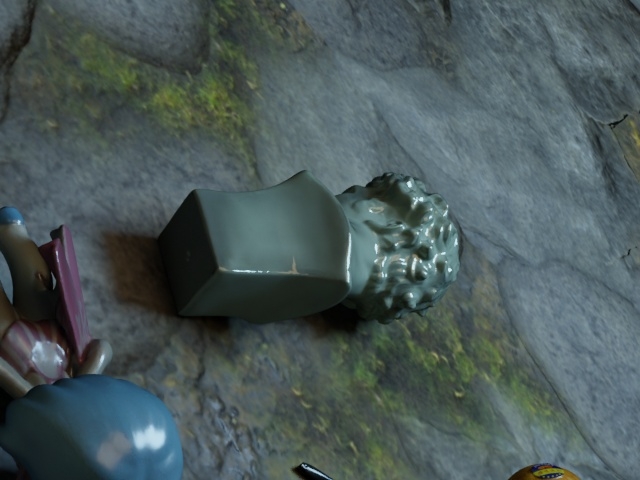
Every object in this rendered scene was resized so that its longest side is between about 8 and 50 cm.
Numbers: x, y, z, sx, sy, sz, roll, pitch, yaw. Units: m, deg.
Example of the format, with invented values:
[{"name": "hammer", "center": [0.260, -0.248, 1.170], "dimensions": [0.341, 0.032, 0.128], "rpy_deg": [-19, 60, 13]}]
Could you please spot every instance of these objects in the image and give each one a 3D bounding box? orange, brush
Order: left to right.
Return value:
[{"name": "brush", "center": [0.015, 0.185, 1.159], "dimensions": [0.083, 0.008, 0.024], "rpy_deg": [32, 39, -27]}, {"name": "orange", "center": [0.184, 0.223, 1.265], "dimensions": [0.083, 0.083, 0.083], "rpy_deg": [31, 38, -29]}]

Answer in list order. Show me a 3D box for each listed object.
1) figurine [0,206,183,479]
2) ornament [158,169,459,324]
[{"name": "figurine", "center": [-0.182, 0.072, 0.942], "dimensions": [0.205, 0.103, 0.260], "rpy_deg": [11, 41, -48]}, {"name": "ornament", "center": [0.005, 0.010, 1.214], "dimensions": [0.285, 0.120, 0.130], "rpy_deg": [-7, 66, -52]}]
